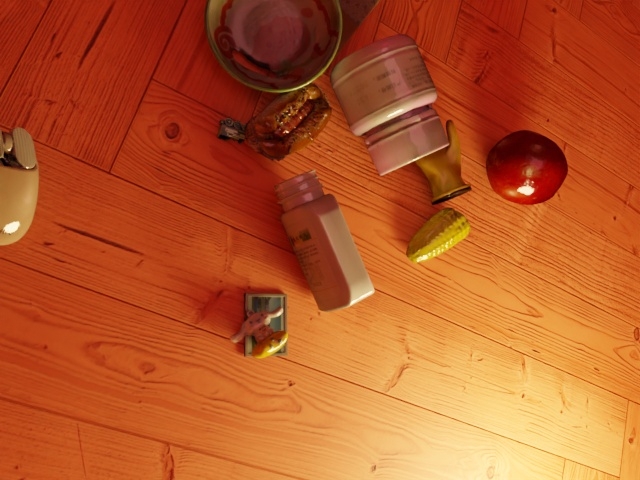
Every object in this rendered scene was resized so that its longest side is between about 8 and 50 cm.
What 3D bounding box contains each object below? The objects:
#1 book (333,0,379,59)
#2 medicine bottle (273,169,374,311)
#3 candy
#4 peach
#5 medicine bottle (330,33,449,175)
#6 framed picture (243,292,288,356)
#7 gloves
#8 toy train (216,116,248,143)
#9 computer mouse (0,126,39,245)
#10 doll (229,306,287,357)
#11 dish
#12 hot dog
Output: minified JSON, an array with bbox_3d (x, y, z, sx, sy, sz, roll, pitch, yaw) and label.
[{"bbox_3d":[0.009,-0.666,1.567,0.269,0.032,0.388,39,73,-16],"label":"book"},{"bbox_3d":[0.000,0.000,1.386,0.124,0.179,0.324,-26,93,-28],"label":"medicine bottle"},{"bbox_3d":[0.315,-0.007,1.606,0.199,0.094,0.106,-36,104,-22],"label":"candy"},{"bbox_3d":[0.609,-0.223,1.738,0.244,0.199,0.243,9,68,-22],"label":"peach"},{"bbox_3d":[0.183,-0.343,1.508,0.241,0.241,0.301,-25,93,-29],"label":"medicine bottle"},{"bbox_3d":[-0.128,0.199,1.379,0.109,0.011,0.148,4,79,-27],"label":"framed picture"},{"bbox_3d":[0.317,-0.257,1.652,0.133,0.116,0.294,-16,82,-36],"label":"gloves"},{"bbox_3d":[-0.206,-0.262,1.408,0.083,0.033,0.053,15,79,-25],"label":"toy train"},{"bbox_3d":[-0.614,-0.109,1.113,0.145,0.082,0.236,14,76,-57],"label":"computer mouse"},{"bbox_3d":[-0.128,0.205,1.343,0.113,0.071,0.135,33,60,1],"label":"doll"},{"bbox_3d":[-0.115,-0.519,1.429,0.325,0.124,0.323,-1,97,-7],"label":"dish"},{"bbox_3d":[-0.071,-0.293,1.446,0.268,0.075,0.144,-45,113,-34],"label":"hot dog"}]
